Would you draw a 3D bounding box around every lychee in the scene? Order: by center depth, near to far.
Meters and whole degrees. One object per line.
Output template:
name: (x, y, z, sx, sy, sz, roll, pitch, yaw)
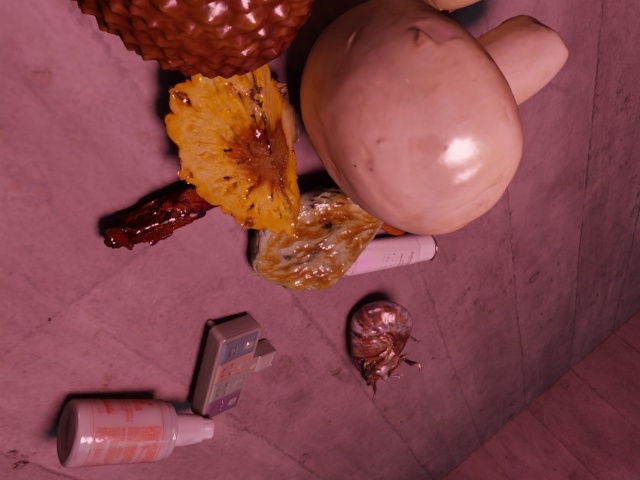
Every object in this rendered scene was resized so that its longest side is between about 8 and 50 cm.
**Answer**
lychee: (-0.104, -0.265, 0.454, 0.267, 0.267, 0.267, -24, 139, -23)

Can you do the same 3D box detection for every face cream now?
face cream: (-0.284, 0.308, 0.931, 0.252, 0.101, 0.101, 13, 117, -38)
face cream: (0.107, 0.025, 1.070, 0.244, 0.058, 0.092, -9, 136, -28)

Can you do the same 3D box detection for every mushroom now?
mushroom: (0.150, -0.180, 0.712, 0.336, 0.314, 0.314, -37, 142, -15)

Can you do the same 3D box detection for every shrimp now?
shrimp: (0.135, 0.247, 1.254, 0.145, 0.116, 0.343, -14, 136, -11)

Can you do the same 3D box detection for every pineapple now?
pineapple: (-0.102, -0.140, 0.706, 0.140, 0.164, 0.249, -4, 137, 14)

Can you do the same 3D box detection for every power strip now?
power strip: (-0.152, 0.220, 1.031, 0.145, 0.061, 0.215, -13, 135, -42)

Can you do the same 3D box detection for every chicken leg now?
chicken leg: (-0.184, -0.037, 0.757, 0.205, 0.053, 0.093, -21, 161, -16)

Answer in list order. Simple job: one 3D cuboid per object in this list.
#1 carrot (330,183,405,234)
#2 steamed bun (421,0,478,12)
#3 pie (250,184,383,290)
carrot: (0.086, -0.047, 0.990, 0.043, 0.043, 0.248, -52, 143, 12)
steamed bun: (0.198, -0.395, 0.651, 0.232, 0.166, 0.273, -35, 142, -12)
pie: (0.000, 0.000, 0.909, 0.241, 0.054, 0.240, -16, 145, -11)
